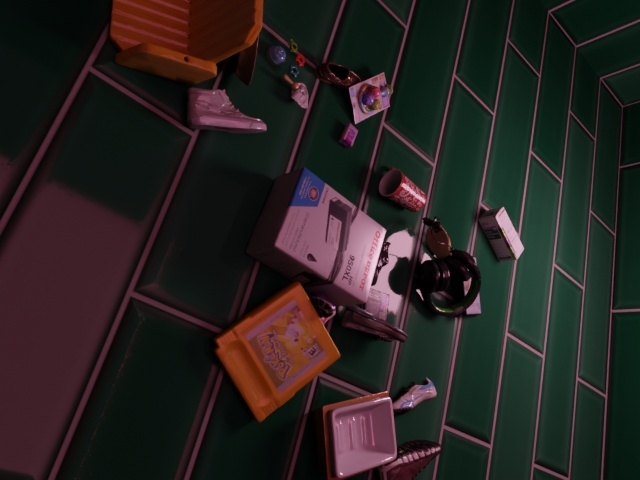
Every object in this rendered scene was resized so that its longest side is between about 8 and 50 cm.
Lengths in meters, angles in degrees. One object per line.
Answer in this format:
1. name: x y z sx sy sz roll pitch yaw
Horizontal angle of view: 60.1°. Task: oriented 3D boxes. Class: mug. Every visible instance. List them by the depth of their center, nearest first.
1. mug: 0.324 -0.201 2.118 0.169 0.113 0.150 29 66 -36

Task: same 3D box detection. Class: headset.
1. headset: 0.482 0.103 2.158 0.243 0.185 0.394 -22 115 -12

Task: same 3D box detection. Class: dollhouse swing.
1. dollhouse swing: -0.360 -0.652 1.480 0.315 0.305 0.347 8 77 -33

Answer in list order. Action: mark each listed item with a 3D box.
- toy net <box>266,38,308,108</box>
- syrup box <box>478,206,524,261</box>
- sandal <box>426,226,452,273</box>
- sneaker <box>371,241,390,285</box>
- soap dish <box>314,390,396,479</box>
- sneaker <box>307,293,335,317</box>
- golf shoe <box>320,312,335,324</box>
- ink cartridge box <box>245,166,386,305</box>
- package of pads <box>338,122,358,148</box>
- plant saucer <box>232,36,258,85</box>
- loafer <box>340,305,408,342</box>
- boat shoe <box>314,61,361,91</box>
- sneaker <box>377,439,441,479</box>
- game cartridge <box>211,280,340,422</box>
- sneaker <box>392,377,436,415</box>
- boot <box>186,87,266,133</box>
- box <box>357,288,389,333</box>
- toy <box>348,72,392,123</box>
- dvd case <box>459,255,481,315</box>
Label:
1. toy net: -0.093 -0.558 1.879 0.122 0.045 0.232 -31 103 -41
2. syrup box: 0.822 -0.027 2.514 0.096 0.093 0.237 -44 110 -36
3. sandal: 0.493 0.020 2.256 0.240 0.088 0.079 61 19 -22
4. sneaker: 0.214 0.084 2.008 0.089 0.051 0.170 11 71 -34
5. soap dish: 0.108 0.620 1.772 0.291 0.118 0.229 1 81 -40
6. sneaker: 0.001 0.190 1.726 0.071 0.170 0.068 -21 107 -25
7. golf shoe: -0.025 0.269 1.765 0.186 0.067 0.086 -24 104 -30
8. ink cartridge box: 0.000 0.000 1.767 0.395 0.166 0.285 34 62 -31
9. package of pads: 0.102 -0.382 2.015 0.050 0.032 0.083 36 61 -27
10. plant saucer: -0.222 -0.618 1.631 0.050 0.310 0.310 2 79 -16
11. loafer: 0.180 0.300 1.890 0.267 0.096 0.084 30 84 -24
12. boat shoe: 0.079 -0.595 2.010 0.207 0.073 0.073 1 80 -41
13. sneaker: 0.309 0.806 1.931 0.281 0.106 0.162 -4 91 -31
14. game cartridge: -0.127 0.323 1.632 0.323 0.052 0.285 -35 104 -27
15. sneaker: 0.320 0.567 1.996 0.237 0.085 0.086 -14 64 -37
16. boot: -0.276 -0.392 1.654 0.258 0.095 0.123 -2 90 -39
17. box: 0.190 0.257 1.969 0.116 0.029 0.162 23 69 -34
18. toy: 0.204 -0.543 2.097 0.237 0.056 0.137 -38 123 -43
19. dvd case: 0.626 0.189 2.324 0.180 0.022 0.253 9 76 -55
